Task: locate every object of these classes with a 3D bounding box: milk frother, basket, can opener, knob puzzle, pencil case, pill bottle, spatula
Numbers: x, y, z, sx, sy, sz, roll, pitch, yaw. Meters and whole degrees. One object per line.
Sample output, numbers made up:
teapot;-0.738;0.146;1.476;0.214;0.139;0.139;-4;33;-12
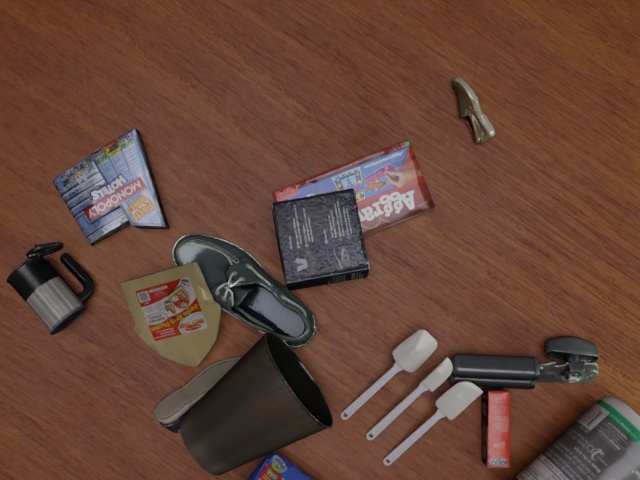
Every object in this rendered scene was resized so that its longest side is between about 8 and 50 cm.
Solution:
milk frother;-0.497;0.082;1.824;0.129;0.143;0.134;-41;86;-9
basket;-0.127;0.308;1.768;0.227;0.154;0.204;-35;86;11
can opener;0.386;0.230;1.868;0.284;0.076;0.095;3;55;0
knob puzzle;-0.267;0.146;1.858;0.213;0.030;0.213;5;108;17
pencil case;-0.006;0.511;1.817;0.306;0.133;0.119;32;129;2
pill bottle;0.462;0.471;1.778;0.361;0.204;0.204;-43;88;-2
spatula;0.161;0.300;1.850;0.168;0.019;0.242;46;107;2

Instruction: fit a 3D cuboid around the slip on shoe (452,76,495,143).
slip on shoe;0.285;-0.250;1.893;0.041;0.051;0.135;-31;95;-4

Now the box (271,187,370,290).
box;0.000;0.000;1.819;0.158;0.093;0.155;-10;79;-1

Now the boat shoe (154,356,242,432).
boat shoe;-0.212;0.295;1.867;0.206;0.075;0.065;-31;130;-7

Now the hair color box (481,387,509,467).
hair color box;0.329;0.351;1.849;0.043;0.072;0.141;0;86;-1

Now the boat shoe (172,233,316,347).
boat shoe;-0.143;0.089;1.846;0.319;0.099;0.116;37;87;1

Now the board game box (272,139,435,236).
board game box;0.065;-0.076;1.893;0.281;0.027;0.145;-22;88;-1

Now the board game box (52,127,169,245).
board game box;-0.383;-0.081;1.875;0.194;0.060;0.194;-32;87;-2
